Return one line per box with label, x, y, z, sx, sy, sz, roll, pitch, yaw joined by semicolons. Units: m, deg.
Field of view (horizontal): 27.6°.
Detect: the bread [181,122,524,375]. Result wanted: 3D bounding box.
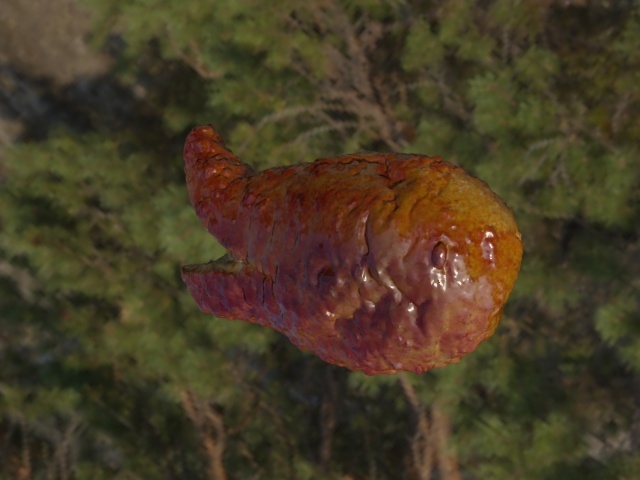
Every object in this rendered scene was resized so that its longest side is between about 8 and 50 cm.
bread;0.002;0.009;0.803;0.269;0.139;0.095;10;-167;33
